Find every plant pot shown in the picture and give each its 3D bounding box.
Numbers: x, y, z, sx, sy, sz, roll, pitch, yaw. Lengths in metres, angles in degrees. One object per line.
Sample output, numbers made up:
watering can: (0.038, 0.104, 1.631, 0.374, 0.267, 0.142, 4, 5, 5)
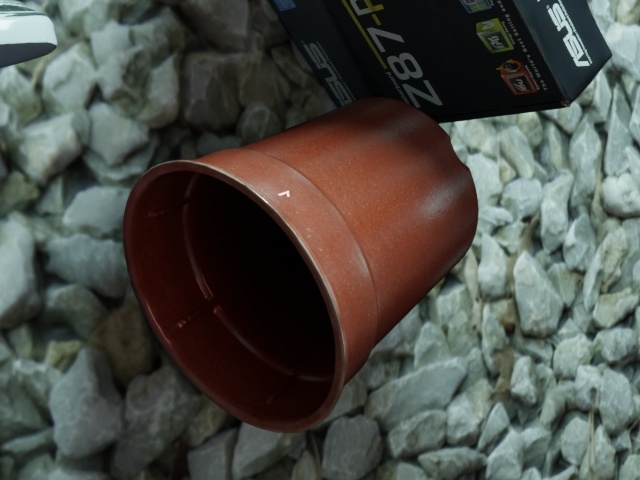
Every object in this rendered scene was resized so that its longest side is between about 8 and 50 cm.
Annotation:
plant pot: (0.000, 0.000, 1.075, 0.265, 0.272, 0.273, -33, 109, -40)

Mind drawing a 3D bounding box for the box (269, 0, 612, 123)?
box: (0.056, -0.294, 1.065, 0.097, 0.318, 0.395, -46, 116, -26)

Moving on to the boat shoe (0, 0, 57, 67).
boat shoe: (-0.367, -0.186, 0.886, 0.306, 0.113, 0.105, -6, 88, -21)
